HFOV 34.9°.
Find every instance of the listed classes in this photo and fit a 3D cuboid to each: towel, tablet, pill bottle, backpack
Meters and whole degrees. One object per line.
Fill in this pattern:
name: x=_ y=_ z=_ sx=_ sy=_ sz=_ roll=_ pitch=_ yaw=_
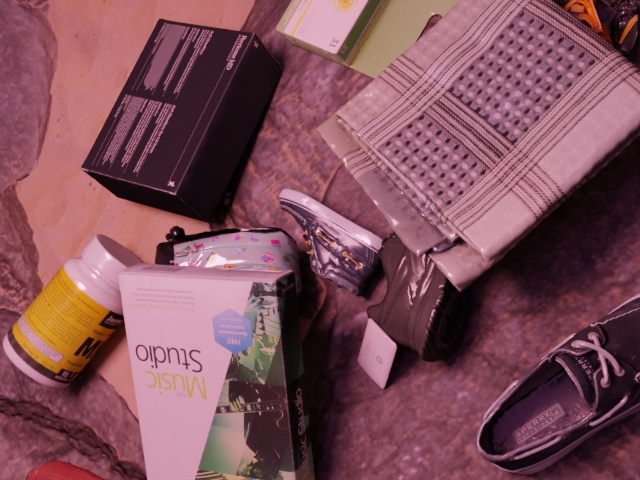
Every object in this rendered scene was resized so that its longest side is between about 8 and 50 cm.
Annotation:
towel: x=0.182 y=-0.143 z=1.181 sx=0.324 sy=0.056 sz=0.312 roll=-43 pitch=57 yaw=5
tablet: x=0.069 y=0.141 z=1.262 sx=0.006 sy=0.083 sz=0.054 roll=-23 pitch=53 yaw=-31
pill bottle: x=-0.348 y=0.100 z=1.464 sx=0.208 sy=0.119 sz=0.119 roll=-50 pitch=58 yaw=6
backpack: x=-0.114 y=0.049 z=1.350 sx=0.181 sy=0.152 sz=0.115 roll=-7 pitch=64 yaw=10

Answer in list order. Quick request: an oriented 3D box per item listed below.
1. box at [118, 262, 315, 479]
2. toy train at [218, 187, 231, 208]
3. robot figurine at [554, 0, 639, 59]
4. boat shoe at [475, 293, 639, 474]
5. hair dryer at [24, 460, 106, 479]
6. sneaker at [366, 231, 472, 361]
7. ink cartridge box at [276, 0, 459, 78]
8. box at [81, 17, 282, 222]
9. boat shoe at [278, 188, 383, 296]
box: x=-0.127 y=0.191 z=1.267 sx=0.232 sy=0.058 sz=0.322 roll=1 pitch=106 yaw=29
toy train: x=-0.197 y=-0.073 z=1.495 sx=0.158 sy=0.027 sz=0.036 roll=7 pitch=74 yaw=29
robot figurine: x=0.283 y=-0.322 z=1.286 sx=0.211 sy=0.085 sz=0.291 roll=-21 pitch=65 yaw=22
boat shoe: x=0.296 y=0.147 z=1.114 sx=0.301 sy=0.102 sz=0.108 roll=-38 pitch=60 yaw=12
hair dryer: x=-0.353 y=0.417 z=1.407 sx=0.293 sy=0.080 sz=0.224 roll=-33 pitch=77 yaw=21
sneaker: x=0.139 y=-0.002 z=1.251 sx=0.130 sy=0.109 sz=0.286 roll=17 pitch=81 yaw=38
ink cartridge box: x=0.073 y=-0.320 z=1.418 sx=0.235 sy=0.056 sz=0.171 roll=30 pitch=88 yaw=34
box: x=-0.197 y=-0.176 z=1.468 sx=0.184 sy=0.103 sz=0.261 roll=15 pitch=73 yaw=33
boat shoe: x=0.000 y=0.000 z=1.342 sx=0.183 sy=0.065 sz=0.083 roll=30 pitch=88 yaw=31
